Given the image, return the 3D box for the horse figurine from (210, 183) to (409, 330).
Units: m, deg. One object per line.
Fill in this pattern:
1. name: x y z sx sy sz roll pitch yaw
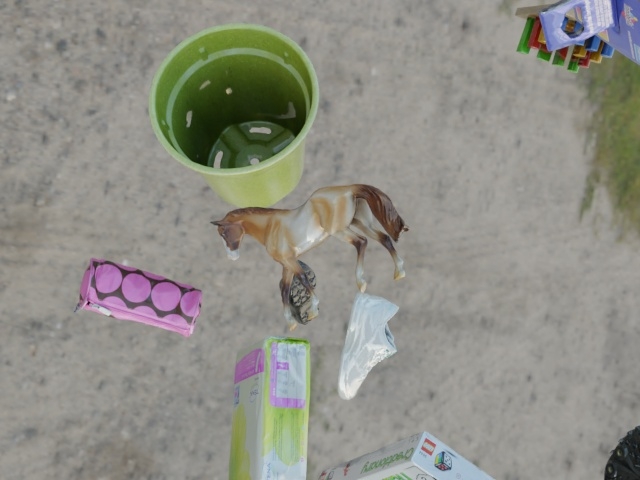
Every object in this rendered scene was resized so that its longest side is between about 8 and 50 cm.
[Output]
1. horse figurine: 0.000 0.000 1.377 0.066 0.263 0.174 -3 69 -59

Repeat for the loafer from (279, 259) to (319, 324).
1. loafer: -0.052 0.098 2.186 0.076 0.078 0.223 -43 157 -17

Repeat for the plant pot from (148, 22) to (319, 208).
1. plant pot: -0.129 -0.183 1.843 0.254 0.276 0.276 78 34 -68

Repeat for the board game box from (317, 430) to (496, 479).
1. board game box: 0.135 0.367 1.525 0.193 0.305 0.053 36 57 -9

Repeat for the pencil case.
1. pencil case: -0.303 0.102 1.837 0.209 0.098 0.095 15 118 -18

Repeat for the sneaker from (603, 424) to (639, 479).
1. sneaker: 0.410 0.335 1.383 0.086 0.085 0.237 -8 113 -33

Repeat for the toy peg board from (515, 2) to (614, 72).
1. toy peg board: 0.437 -0.350 1.910 0.161 0.161 0.079 16 94 -18

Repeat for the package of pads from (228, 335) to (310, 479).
1. package of pads: -0.099 0.342 2.101 0.101 0.229 0.296 7 74 -19

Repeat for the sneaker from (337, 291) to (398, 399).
1. sneaker: 0.086 0.197 1.921 0.080 0.094 0.212 -70 172 -64

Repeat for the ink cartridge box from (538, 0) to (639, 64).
1. ink cartridge box: 0.392 -0.345 1.126 0.395 0.151 0.270 -50 158 1
